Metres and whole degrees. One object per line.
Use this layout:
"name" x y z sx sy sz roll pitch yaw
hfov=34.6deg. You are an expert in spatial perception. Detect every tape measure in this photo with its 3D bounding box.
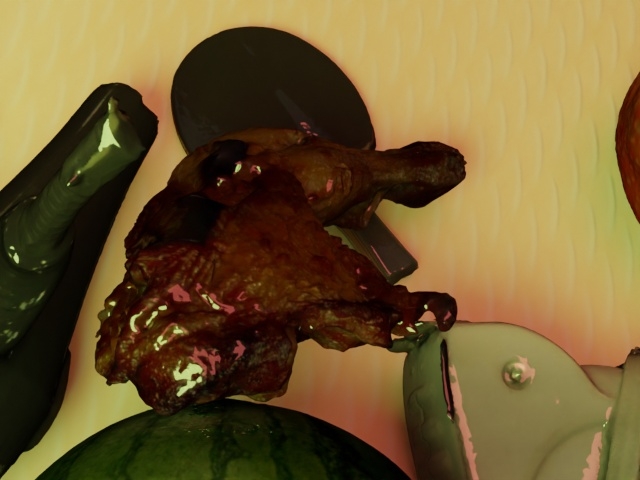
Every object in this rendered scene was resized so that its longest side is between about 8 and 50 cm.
"tape measure" 0.150 0.161 0.577 0.197 0.120 0.236 -1 71 -14

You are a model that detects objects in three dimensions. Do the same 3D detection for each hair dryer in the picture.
"hair dryer" -0.120 -0.004 0.471 0.120 0.359 0.303 37 59 -12

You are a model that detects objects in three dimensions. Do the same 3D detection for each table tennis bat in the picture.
"table tennis bat" -0.013 -0.058 0.696 0.130 0.019 0.220 -32 74 -22

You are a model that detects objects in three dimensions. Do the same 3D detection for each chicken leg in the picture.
"chicken leg" -0.012 -0.003 0.555 0.178 0.083 0.322 10 25 5

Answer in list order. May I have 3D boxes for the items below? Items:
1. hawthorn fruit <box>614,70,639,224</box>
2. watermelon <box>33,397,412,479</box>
"hawthorn fruit" 0.317 -0.040 0.660 0.205 0.205 0.253 -32 82 -22
"watermelon" -0.043 0.192 0.459 0.243 0.242 0.242 4 65 -9
